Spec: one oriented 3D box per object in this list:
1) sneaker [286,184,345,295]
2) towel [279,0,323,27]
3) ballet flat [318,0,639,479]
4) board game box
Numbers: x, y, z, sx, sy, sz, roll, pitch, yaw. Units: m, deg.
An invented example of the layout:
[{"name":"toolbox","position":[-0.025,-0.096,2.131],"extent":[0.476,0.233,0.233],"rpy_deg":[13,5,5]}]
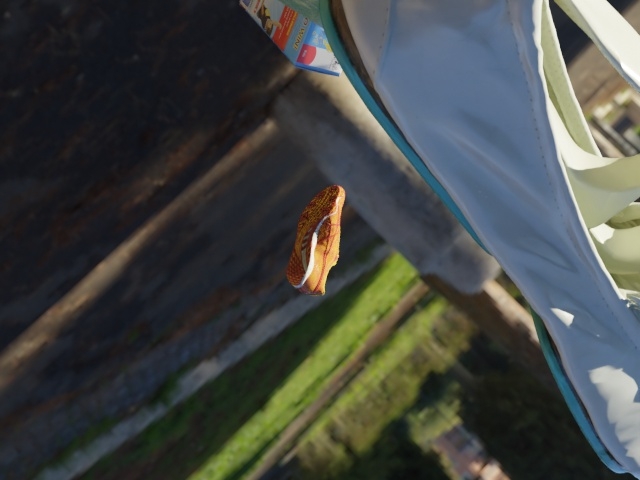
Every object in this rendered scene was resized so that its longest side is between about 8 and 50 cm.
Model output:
[{"name":"sneaker","position":[0.000,0.000,1.894],"extent":[0.067,0.064,0.175],"rpy_deg":[34,69,-41]},{"name":"towel","position":[-0.007,-0.428,1.412],"extent":[0.325,0.248,0.038],"rpy_deg":[-58,174,30]},{"name":"ballet flat","position":[0.148,-0.009,0.664],"extent":[0.139,0.400,0.139],"rpy_deg":[-25,-146,18]},{"name":"board game box","position":[-0.003,-0.470,2.078],"extent":[0.086,0.302,0.308],"rpy_deg":[10,115,-28]}]
